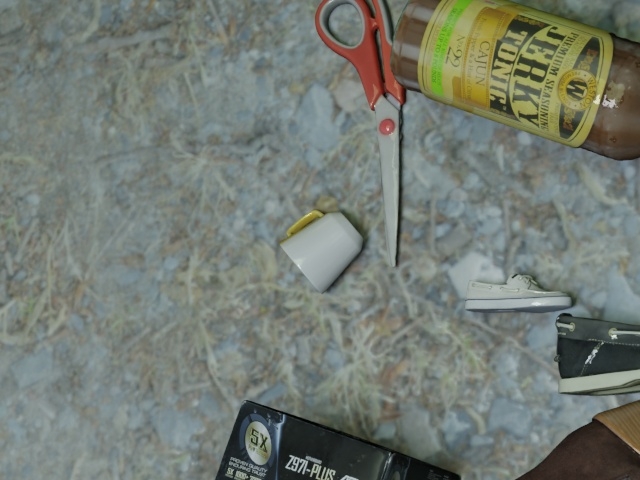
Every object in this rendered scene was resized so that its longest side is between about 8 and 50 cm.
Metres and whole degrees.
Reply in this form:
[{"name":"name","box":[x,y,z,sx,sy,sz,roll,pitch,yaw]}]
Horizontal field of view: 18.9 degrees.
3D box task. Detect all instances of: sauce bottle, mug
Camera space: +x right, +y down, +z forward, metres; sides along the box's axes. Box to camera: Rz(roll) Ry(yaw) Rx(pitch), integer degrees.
[{"name":"sauce bottle","box":[0.230,-0.138,1.694,0.344,0.111,0.111,20,85,27]},{"name":"mug","box":[0.001,0.001,1.788,0.064,0.062,0.078,-40,71,1]}]

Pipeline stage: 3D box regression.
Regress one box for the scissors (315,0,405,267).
[{"name":"scissors","box":[0.071,-0.126,1.809,0.109,0.021,0.297,-21,68,16]}]

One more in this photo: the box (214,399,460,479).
[{"name":"box","box":[0.018,0.206,1.660,0.147,0.180,0.077,17,84,26]}]

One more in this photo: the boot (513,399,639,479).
[{"name":"boot","box":[0.262,0.256,1.574,0.207,0.090,0.248,-31,51,-3]}]

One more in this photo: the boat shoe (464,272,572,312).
[{"name":"boat shoe","box":[0.177,0.046,1.714,0.100,0.035,0.035,-2,79,30]}]

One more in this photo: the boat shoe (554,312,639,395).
[{"name":"boat shoe","box":[0.309,0.083,1.619,0.233,0.084,0.079,-8,74,25]}]
